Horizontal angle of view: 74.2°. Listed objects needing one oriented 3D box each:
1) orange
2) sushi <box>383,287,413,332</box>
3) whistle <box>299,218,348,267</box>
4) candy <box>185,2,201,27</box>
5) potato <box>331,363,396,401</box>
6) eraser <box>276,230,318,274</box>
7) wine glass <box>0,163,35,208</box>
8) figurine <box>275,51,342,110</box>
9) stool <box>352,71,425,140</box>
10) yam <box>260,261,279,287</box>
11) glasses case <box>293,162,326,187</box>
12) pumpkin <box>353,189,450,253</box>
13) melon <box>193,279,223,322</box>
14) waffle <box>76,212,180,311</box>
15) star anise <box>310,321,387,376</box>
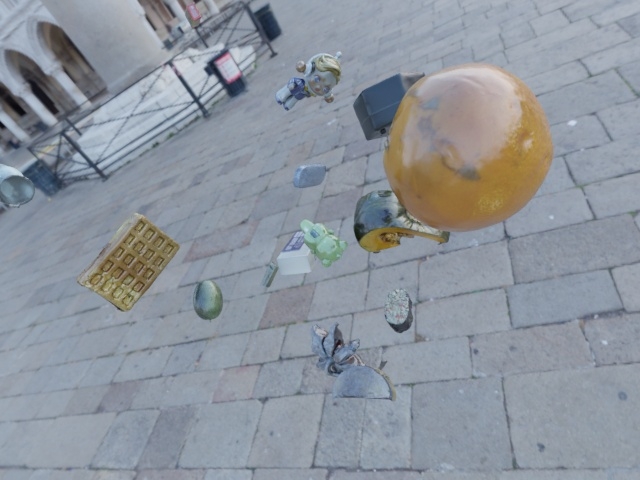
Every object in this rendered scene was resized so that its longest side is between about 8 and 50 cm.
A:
[{"bbox_3d":[0.267,-0.167,0.794,0.312,0.312,0.312,-23,34,16],"label":"orange"},{"bbox_3d":[0.266,0.237,1.441,0.090,0.078,0.150,-6,44,22],"label":"sushi"},{"bbox_3d":[0.000,0.000,1.372,0.105,0.085,0.227,-47,47,0],"label":"whistle"},{"bbox_3d":[-0.543,-0.956,1.802,0.038,0.062,0.122,-32,21,-12],"label":"candy"},{"bbox_3d":[0.170,0.500,1.482,0.261,0.100,0.120,-15,62,41],"label":"potato"},{"bbox_3d":[-0.068,0.040,1.652,0.124,0.081,0.279,-6,21,16],"label":"eraser"},{"bbox_3d":[-0.985,-0.179,1.335,0.222,0.103,0.103,24,62,39],"label":"wine glass"},{"bbox_3d":[-0.033,-0.577,1.569,0.274,0.193,0.133,-40,39,48],"label":"figurine"},{"bbox_3d":[0.223,-0.404,1.289,0.232,0.141,0.232,-19,2,1],"label":"stool"},{"bbox_3d":[-0.253,0.173,2.125,0.054,0.054,0.132,27,93,54],"label":"yam"},{"bbox_3d":[-0.048,-0.318,2.066,0.067,0.109,0.282,21,21,24],"label":"glasses case"},{"bbox_3d":[0.239,-0.044,1.315,0.190,0.280,0.139,131,149,-55],"label":"pumpkin"},{"bbox_3d":[-0.436,0.235,1.640,0.114,0.114,0.167,-15,76,27],"label":"melon"},{"bbox_3d":[-0.712,0.083,1.588,0.098,0.224,0.328,2,53,48],"label":"waffle"},{"bbox_3d":[0.074,0.481,1.791,0.139,0.316,0.359,-43,-5,-46],"label":"star anise"}]
